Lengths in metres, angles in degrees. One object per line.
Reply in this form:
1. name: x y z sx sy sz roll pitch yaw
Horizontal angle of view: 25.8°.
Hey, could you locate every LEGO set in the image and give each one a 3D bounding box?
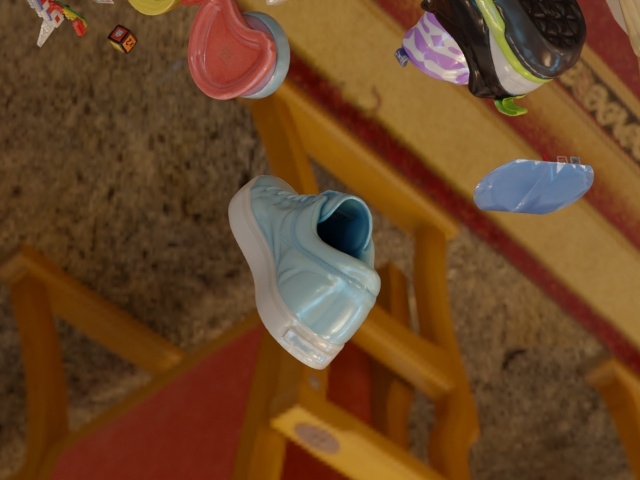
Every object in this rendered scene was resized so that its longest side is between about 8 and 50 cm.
1. LEGO set: -0.305 -0.274 1.454 0.244 0.182 0.060 42 77 -31

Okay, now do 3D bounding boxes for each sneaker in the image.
1. sneaker: 0.000 0.000 1.590 0.135 0.366 0.150 37 105 -29
2. sneaker: 0.089 -0.194 0.950 0.084 0.234 0.097 -17 169 -41

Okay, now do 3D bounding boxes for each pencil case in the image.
1. pencil case: 0.154 -0.244 1.324 0.086 0.088 0.206 11 128 -32

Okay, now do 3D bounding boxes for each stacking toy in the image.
1. stacking toy: -0.118 -0.379 2.075 0.279 0.309 0.130 -45 161 30

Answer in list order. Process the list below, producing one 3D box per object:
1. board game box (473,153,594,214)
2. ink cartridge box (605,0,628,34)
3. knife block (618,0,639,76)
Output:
1. board game box: 0.293 -0.086 1.951 0.169 0.033 0.133 4 149 -19
2. ink cartridge box: 0.352 -0.260 1.076 0.283 0.117 0.207 -37 152 9
3. knife block: 0.190 -0.103 0.617 0.088 0.275 0.242 -7 134 22
